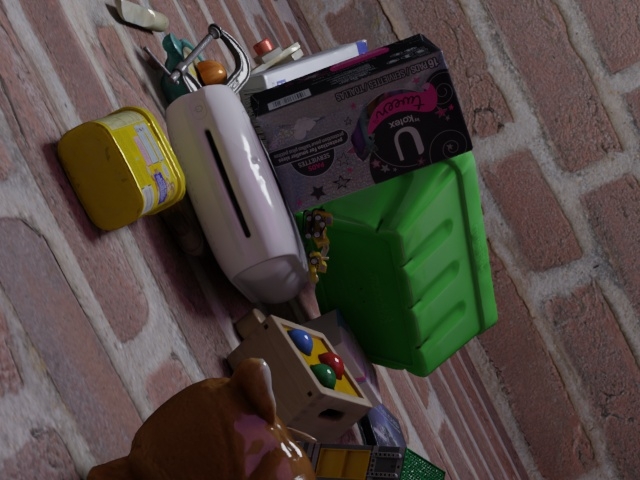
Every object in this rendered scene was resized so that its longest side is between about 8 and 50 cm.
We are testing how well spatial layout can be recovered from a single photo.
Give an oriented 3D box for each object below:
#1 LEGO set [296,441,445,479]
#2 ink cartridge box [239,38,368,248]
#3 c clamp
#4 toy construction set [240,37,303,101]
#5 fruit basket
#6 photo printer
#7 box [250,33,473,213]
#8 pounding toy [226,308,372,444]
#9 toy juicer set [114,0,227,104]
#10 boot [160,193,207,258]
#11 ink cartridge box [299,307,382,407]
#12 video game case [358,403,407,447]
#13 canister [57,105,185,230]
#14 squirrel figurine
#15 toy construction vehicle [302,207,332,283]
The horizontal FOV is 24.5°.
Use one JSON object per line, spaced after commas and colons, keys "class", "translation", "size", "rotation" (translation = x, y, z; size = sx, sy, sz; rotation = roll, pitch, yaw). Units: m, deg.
{"class": "LEGO set", "translation": [0.063, 0.376, 1.779], "size": [0.331, 0.192, 0.255], "rotation": [27, 66, -51]}
{"class": "ink cartridge box", "translation": [0.030, -0.138, 2.339], "size": [0.330, 0.071, 0.324], "rotation": [-26, 106, -45]}
{"class": "c clamp", "translation": [-0.160, -0.249, 2.054], "size": [0.137, 0.022, 0.160], "rotation": [56, 44, -14]}
{"class": "toy construction set", "translation": [-0.062, -0.174, 2.431], "size": [0.215, 0.151, 0.327], "rotation": [-72, 147, -74]}
{"class": "fruit basket", "translation": [0.126, -0.040, 2.174], "size": [0.392, 0.283, 0.392], "rotation": [-35, 131, -52]}
{"class": "photo printer", "translation": [-0.104, -0.056, 1.896], "size": [0.307, 0.107, 0.256], "rotation": [65, 3, -80]}
{"class": "box", "translation": [0.050, -0.150, 1.893], "size": [0.163, 0.247, 0.142], "rotation": [-109, 178, -73]}
{"class": "pounding toy", "translation": [-0.027, 0.149, 1.845], "size": [0.181, 0.094, 0.206], "rotation": [24, 26, -56]}
{"class": "toy juicer set", "translation": [-0.175, -0.239, 2.146], "size": [0.329, 0.089, 0.209], "rotation": [60, 12, -17]}
{"class": "boot", "translation": [-0.175, -0.033, 1.829], "size": [0.087, 0.042, 0.118], "rotation": [58, 12, -60]}
{"class": "ink cartridge box", "translation": [0.022, 0.189, 2.102], "size": [0.143, 0.090, 0.092], "rotation": [58, 12, -28]}
{"class": "video game case", "translation": [0.121, 0.371, 2.334], "size": [0.196, 0.026, 0.274], "rotation": [50, 17, -53]}
{"class": "canister", "translation": [-0.219, -0.081, 1.626], "size": [0.126, 0.073, 0.170], "rotation": [63, 12, -4]}
{"class": "squirrel figurine", "translation": [-0.026, 0.286, 1.213], "size": [0.370, 0.281, 0.397], "rotation": [58, 8, 2]}
{"class": "toy construction vehicle", "translation": [0.000, 0.000, 1.876], "size": [0.086, 0.035, 0.098], "rotation": [-118, -151, -69]}
